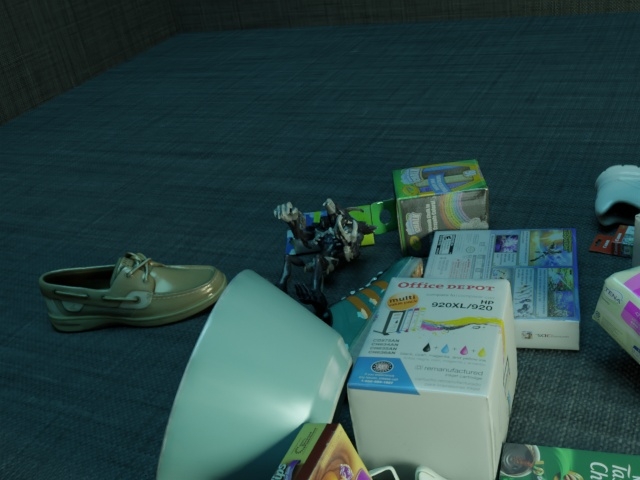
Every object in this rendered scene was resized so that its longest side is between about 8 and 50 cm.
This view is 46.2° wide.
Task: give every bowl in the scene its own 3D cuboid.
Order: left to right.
[{"bbox_3d":[-0.061,0.205,0.920,0.163,0.311,0.311,16,34,7],"label":"bowl"}]

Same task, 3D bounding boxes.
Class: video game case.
[{"bbox_3d":[0.294,0.072,1.227,0.244,0.061,0.269,-1,30,18],"label":"video game case"}]

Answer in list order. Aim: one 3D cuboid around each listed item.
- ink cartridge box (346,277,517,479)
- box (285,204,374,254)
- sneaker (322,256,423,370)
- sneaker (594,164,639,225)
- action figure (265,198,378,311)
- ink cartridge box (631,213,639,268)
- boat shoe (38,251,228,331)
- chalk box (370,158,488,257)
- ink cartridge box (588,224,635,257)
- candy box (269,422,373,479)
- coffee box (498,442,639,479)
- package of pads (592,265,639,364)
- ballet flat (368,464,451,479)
[{"bbox_3d":[0.155,0.178,0.975,0.171,0.168,0.232,1,31,21],"label":"ink cartridge box"},{"bbox_3d":[0.016,-0.021,1.507,0.178,0.042,0.109,-7,29,5],"label":"box"},{"bbox_3d":[0.069,0.115,1.179,0.121,0.108,0.302,11,37,26],"label":"sneaker"},{"bbox_3d":[0.634,-0.059,1.329,0.297,0.111,0.129,1,41,34],"label":"sneaker"},{"bbox_3d":[0.000,0.000,1.345,0.164,0.141,0.275,4,44,25],"label":"action figure"},{"bbox_3d":[0.587,0.007,1.147,0.212,0.154,0.093,-22,31,-19],"label":"ink cartridge box"},{"bbox_3d":[-0.343,0.085,1.367,0.341,0.110,0.121,-10,29,2],"label":"boat shoe"},{"bbox_3d":[0.203,-0.058,1.417,0.213,0.132,0.132,-6,30,6],"label":"chalk box"},{"bbox_3d":[0.534,0.001,1.305,0.115,0.029,0.063,10,35,31],"label":"ink cartridge box"},{"bbox_3d":[0.019,0.296,0.785,0.053,0.186,0.109,-9,30,36],"label":"candy box"},{"bbox_3d":[0.298,0.291,0.858,0.184,0.040,0.113,2,32,21],"label":"coffee box"},{"bbox_3d":[0.551,0.108,0.976,0.296,0.101,0.229,-16,42,-19],"label":"package of pads"},{"bbox_3d":[0.101,0.297,0.880,0.188,0.070,0.070,-6,29,6],"label":"ballet flat"}]
